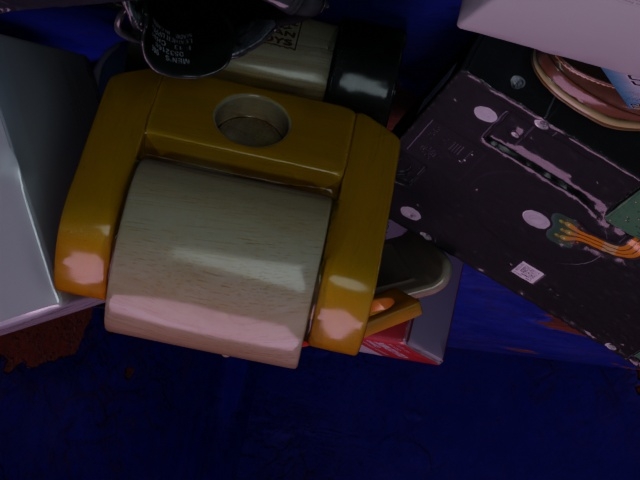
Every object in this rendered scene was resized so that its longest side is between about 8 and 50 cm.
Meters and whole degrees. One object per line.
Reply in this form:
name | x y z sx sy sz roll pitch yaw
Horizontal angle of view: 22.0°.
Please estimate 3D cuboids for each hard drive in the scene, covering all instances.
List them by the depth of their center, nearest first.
hard drive | 0.214 -0.012 1.225 0.339 0.064 0.237 31 154 -4

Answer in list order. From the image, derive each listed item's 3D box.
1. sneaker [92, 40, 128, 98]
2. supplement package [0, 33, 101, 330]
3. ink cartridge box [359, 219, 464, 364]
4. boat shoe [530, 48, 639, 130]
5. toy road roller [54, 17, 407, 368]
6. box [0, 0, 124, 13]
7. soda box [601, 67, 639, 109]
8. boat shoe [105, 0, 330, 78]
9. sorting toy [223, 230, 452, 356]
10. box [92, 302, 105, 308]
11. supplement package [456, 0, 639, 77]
sneaker | -0.038 -0.076 1.438 0.182 0.127 0.315 9 170 37
supplement package | -0.270 -0.025 1.226 0.198 0.199 0.262 -18 179 9
ink cartridge box | 0.000 0.000 1.650 0.272 0.197 0.114 8 169 26
boat shoe | 0.226 -0.107 1.098 0.178 0.064 0.060 17 138 -17
toy road roller | -0.060 -0.013 1.184 0.202 0.329 0.241 12 134 -1
box | -0.107 -0.187 0.689 0.207 0.153 0.108 2 167 46
soda box | 0.197 -0.127 0.971 0.063 0.058 0.183 9 170 23
boat shoe | -0.072 -0.154 0.991 0.127 0.113 0.340 17 171 -30
sorting toy | 0.009 0.049 1.374 0.196 0.047 0.348 -18 -167 -1
box | -0.211 -0.048 1.559 0.051 0.220 0.175 1 180 -34
supplement package | 0.143 -0.149 0.734 0.105 0.105 0.179 13 171 -11
